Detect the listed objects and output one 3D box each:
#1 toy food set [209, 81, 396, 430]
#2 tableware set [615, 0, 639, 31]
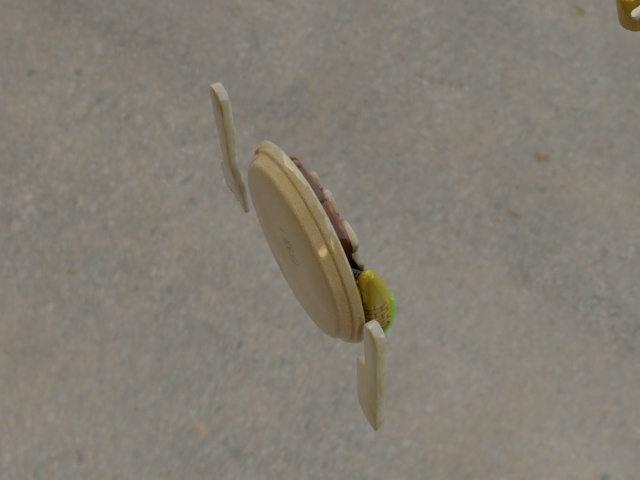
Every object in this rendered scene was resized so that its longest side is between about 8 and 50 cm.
[{"bbox_3d":[0.000,0.000,0.625,0.038,0.132,0.192,-26,63,-13],"label":"toy food set"},{"bbox_3d":[0.195,-0.149,0.515,0.154,0.024,0.104,-35,49,7],"label":"tableware set"}]
